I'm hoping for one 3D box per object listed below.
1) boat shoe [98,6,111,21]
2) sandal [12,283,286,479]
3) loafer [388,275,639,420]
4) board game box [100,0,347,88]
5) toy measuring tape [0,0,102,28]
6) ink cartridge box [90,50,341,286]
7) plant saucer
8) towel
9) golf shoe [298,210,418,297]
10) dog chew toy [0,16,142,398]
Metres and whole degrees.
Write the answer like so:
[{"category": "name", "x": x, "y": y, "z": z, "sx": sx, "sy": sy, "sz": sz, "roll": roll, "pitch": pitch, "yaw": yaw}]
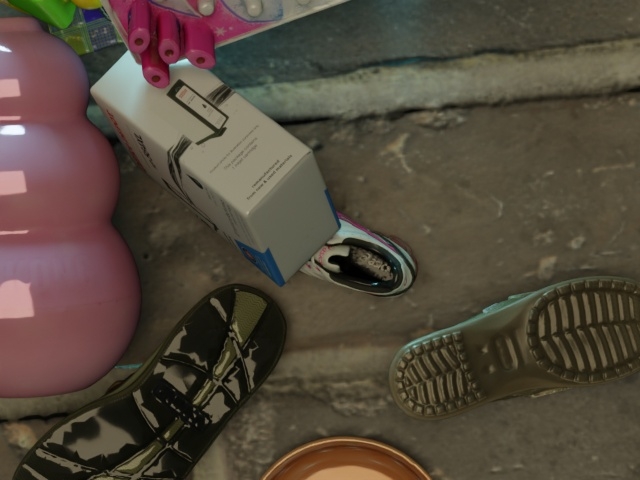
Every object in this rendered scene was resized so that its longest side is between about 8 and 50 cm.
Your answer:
[{"category": "boat shoe", "x": -0.242, "y": -0.293, "z": 1.740, "sx": 0.069, "sy": 0.081, "sz": 0.227, "roll": -31, "pitch": 81, "yaw": 7}, {"category": "sandal", "x": -0.151, "y": 0.165, "z": 1.735, "sx": 0.303, "sy": 0.086, "sz": 0.120, "roll": -41, "pitch": 95, "yaw": -10}, {"category": "loafer", "x": 0.182, "y": 0.094, "z": 1.702, "sx": 0.269, "sy": 0.092, "sz": 0.101, "roll": -12, "pitch": 91, "yaw": -11}, {"category": "board game box", "x": -0.034, "y": -0.316, "z": 1.438, "sx": 0.390, "sy": 0.390, "sz": 0.050, "roll": -19, "pitch": 46, "yaw": 9}, {"category": "toy measuring tape", "x": -0.289, "y": -0.283, "z": 1.673, "sx": 0.330, "sy": 0.121, "sz": 0.121, "roll": 29, "pitch": 93, "yaw": 36}, {"category": "ink cartridge box", "x": -0.091, "y": -0.073, "z": 1.654, "sx": 0.203, "sy": 0.148, "sz": 0.086, "roll": 38, "pitch": 77, "yaw": 26}, {"category": "plant saucer", "x": 0.025, "y": 0.279, "z": 1.740, "sx": 0.200, "sy": 0.037, "sz": 0.199, "roll": 0, "pitch": 90, "yaw": 6}, {"category": "towel", "x": -0.217, "y": -0.207, "z": 1.770, "sx": 0.083, "sy": 0.009, "sz": 0.060, "roll": -13, "pitch": 89, "yaw": 5}, {"category": "golf shoe", "x": 0.000, "y": 0.000, "z": 1.716, "sx": 0.186, "sy": 0.086, "sz": 0.067, "roll": 18, "pitch": 94, "yaw": 6}, {"category": "dog chew toy", "x": -0.265, "y": -0.032, "z": 1.670, "sx": 0.207, "sy": 0.206, "sz": 0.331, "roll": -1, "pitch": 96, "yaw": 5}]
